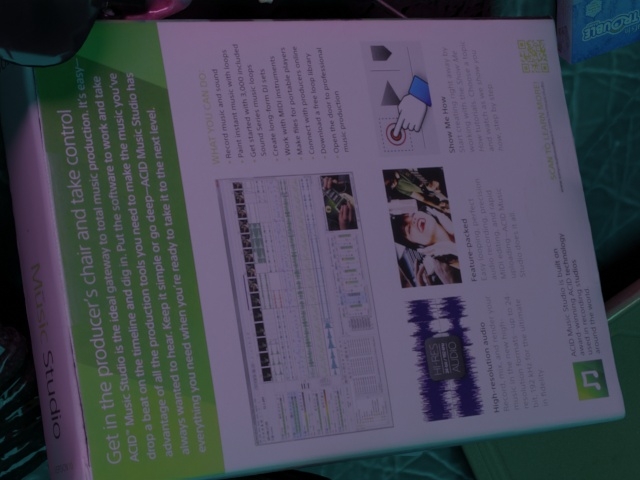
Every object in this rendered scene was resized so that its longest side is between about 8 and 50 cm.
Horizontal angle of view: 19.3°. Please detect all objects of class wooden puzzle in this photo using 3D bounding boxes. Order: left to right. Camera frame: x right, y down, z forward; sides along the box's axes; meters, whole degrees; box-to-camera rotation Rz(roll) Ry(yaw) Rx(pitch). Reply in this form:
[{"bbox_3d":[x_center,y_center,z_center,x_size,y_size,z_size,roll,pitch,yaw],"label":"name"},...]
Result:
[{"bbox_3d":[0.202,0.118,1.317,0.221,0.044,0.238,-33,138,-8],"label":"wooden puzzle"}]

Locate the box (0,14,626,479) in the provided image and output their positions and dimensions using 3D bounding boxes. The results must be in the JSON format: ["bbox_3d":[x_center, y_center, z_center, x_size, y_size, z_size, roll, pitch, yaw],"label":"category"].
[{"bbox_3d":[0.000,0.000,0.980,0.322,0.058,0.232,-3,80,-31],"label":"box"}]

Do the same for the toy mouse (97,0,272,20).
[{"bbox_3d":[-0.078,-0.158,0.945,0.143,0.031,0.161,27,105,-41],"label":"toy mouse"}]

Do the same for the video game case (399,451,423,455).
[{"bbox_3d":[0.022,0.041,1.157,0.193,0.023,0.212,5,119,-35],"label":"video game case"}]

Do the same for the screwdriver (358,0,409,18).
[{"bbox_3d":[0.034,-0.132,1.050,0.024,0.025,0.170,-53,141,10],"label":"screwdriver"}]

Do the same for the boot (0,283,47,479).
[{"bbox_3d":[-0.251,0.129,0.904,0.260,0.131,0.348,-44,175,8],"label":"boot"}]

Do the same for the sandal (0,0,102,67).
[{"bbox_3d":[-0.133,-0.197,0.833,0.097,0.054,0.254,-2,111,-18],"label":"sandal"}]

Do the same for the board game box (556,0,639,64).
[{"bbox_3d":[0.182,-0.158,1.117,0.090,0.020,0.090,-21,132,-19],"label":"board game box"}]

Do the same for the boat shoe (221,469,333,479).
[{"bbox_3d":[-0.014,0.171,1.037,0.123,0.342,0.123,-15,96,-30],"label":"boat shoe"}]
